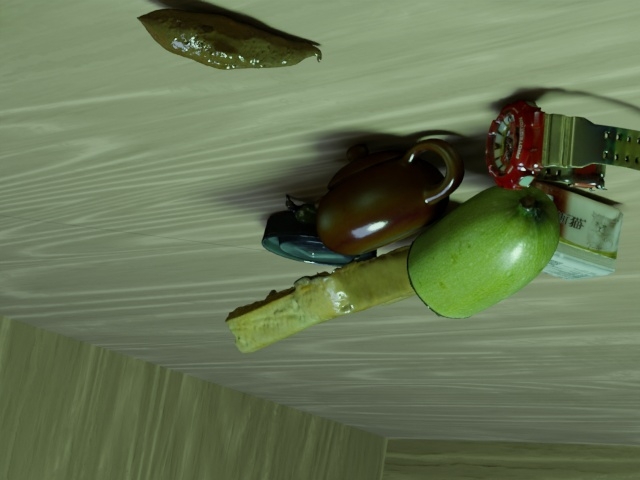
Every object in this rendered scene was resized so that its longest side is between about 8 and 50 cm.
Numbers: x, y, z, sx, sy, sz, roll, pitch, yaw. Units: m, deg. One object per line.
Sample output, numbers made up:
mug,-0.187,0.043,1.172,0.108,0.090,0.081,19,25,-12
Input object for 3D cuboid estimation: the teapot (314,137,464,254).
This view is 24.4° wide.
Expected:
teapot,0.083,-0.067,1.879,0.178,0.135,0.252,-24,176,-45

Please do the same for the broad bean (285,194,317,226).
broad bean,0.057,-0.033,2.161,0.227,0.039,0.069,5,159,18

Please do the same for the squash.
squash,0.211,0.007,1.804,0.132,0.132,0.247,15,160,-17

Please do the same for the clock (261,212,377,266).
clock,0.000,0.000,2.310,0.185,0.040,0.184,8,166,2

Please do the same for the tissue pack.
tissue pack,0.305,-0.013,1.954,0.149,0.099,0.106,17,166,-25

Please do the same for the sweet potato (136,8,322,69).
sweet potato,-0.096,-0.209,1.580,0.206,0.060,0.068,5,-154,-22

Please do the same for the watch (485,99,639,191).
watch,0.320,-0.094,1.699,0.268,0.102,0.165,8,175,-30

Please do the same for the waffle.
waffle,0.069,0.061,2.103,0.348,0.077,0.304,-16,176,-37
